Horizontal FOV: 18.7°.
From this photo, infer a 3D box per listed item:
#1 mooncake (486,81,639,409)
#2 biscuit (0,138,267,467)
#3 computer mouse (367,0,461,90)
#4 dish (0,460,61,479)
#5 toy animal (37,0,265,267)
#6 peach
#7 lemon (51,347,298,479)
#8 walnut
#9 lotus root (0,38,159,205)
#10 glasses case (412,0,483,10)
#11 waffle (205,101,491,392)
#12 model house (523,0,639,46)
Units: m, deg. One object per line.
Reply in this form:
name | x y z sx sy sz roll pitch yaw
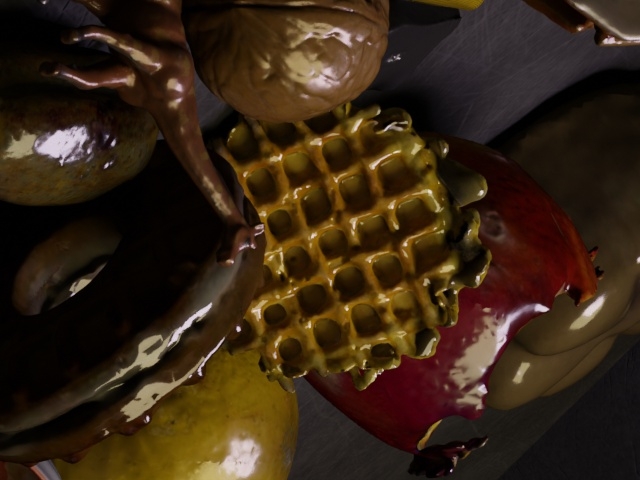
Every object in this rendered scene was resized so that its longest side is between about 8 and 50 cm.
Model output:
mooncake | 0.339 0.011 2.540 0.467 0.262 0.467 -34 163 -12
biscuit | -0.192 0.048 1.645 0.332 0.332 0.103 -37 121 1
computer mouse | 0.050 -0.194 1.824 0.122 0.073 0.217 -43 167 23
dish | -0.346 0.230 1.939 0.260 0.260 0.085 -57 -178 46
toy animal | -0.123 -0.106 1.486 0.066 0.224 0.229 -15 156 32
peach | 0.130 0.063 2.153 0.339 0.353 0.416 -44 143 -4
lemon | -0.162 0.195 2.047 0.297 0.297 0.297 -32 161 -13
walnut | -0.030 -0.179 1.579 0.167 0.167 0.207 -42 164 14
lotus root | -0.216 -0.092 1.511 0.123 0.124 0.241 -46 159 22
glasses case | 0.089 -0.253 1.743 0.234 0.064 0.079 -2 96 -60
waffle | 0.011 0.002 1.891 0.329 0.329 0.062 -41 -171 11
model house | 0.288 -0.281 1.876 0.199 0.219 0.229 -45 -154 -3
